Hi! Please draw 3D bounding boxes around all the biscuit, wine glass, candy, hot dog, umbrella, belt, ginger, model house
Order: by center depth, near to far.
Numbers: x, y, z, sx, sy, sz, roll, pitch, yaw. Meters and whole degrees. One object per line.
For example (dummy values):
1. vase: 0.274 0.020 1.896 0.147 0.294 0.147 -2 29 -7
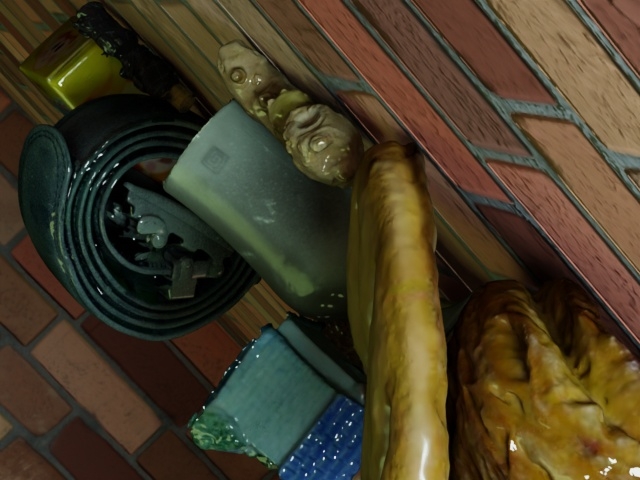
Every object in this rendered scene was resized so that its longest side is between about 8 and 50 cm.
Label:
1. biscuit: 0.045 0.071 1.157 0.154 0.045 0.299 101 168 -53
2. hot dog: 0.162 0.156 1.192 0.267 0.174 0.387 43 160 10
3. ginger: -0.018 -0.082 1.324 0.069 0.051 0.173 38 180 -39
4. wine glass: 0.000 0.000 1.390 0.231 0.103 0.103 41 172 5
5. model house: 0.010 0.141 1.404 0.149 0.119 0.148 35 -178 24
6. umbrella: -0.170 -0.165 1.745 0.144 0.040 0.037 42 163 21
7. belt: -0.167 -0.031 1.780 0.267 0.206 0.116 46 174 -39
8. candy: -0.170 -0.095 1.928 0.276 0.088 0.146 50 172 -23

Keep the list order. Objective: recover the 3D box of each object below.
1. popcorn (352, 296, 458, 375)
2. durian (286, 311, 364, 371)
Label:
1. popcorn: 0.091 0.107 1.510 0.145 0.126 0.125 -31 -78 -82
2. durian: 0.041 0.101 1.795 0.188 0.091 0.148 29 -176 35
